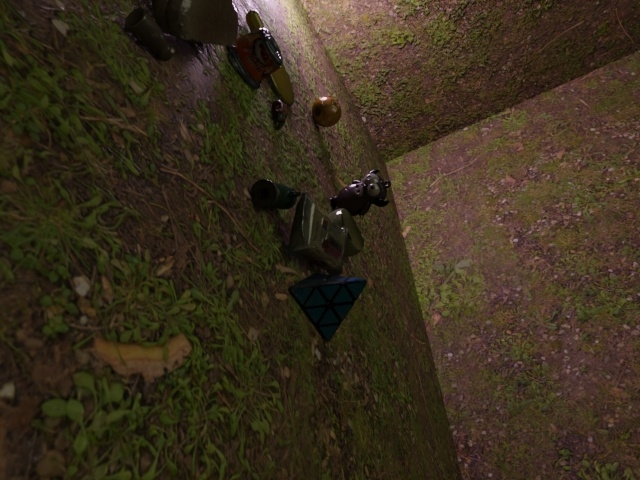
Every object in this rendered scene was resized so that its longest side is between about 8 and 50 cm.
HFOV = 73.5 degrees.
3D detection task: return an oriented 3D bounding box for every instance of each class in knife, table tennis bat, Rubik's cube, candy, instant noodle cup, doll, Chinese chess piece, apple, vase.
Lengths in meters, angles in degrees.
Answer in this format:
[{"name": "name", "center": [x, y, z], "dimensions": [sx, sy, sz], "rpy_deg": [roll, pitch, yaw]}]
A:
[{"name": "knife", "center": [-0.042, 0.026, 1.296], "dimensions": [0.260, 0.035, 0.063], "rpy_deg": [-18, 100, -65]}, {"name": "table tennis bat", "center": [-0.191, -0.698, 1.659], "dimensions": [0.224, 0.054, 0.368], "rpy_deg": [-74, 143, -60]}, {"name": "Rubik's cube", "center": [0.044, 0.122, 1.193], "dimensions": [0.211, 0.178, 0.190], "rpy_deg": [58, 18, -32]}, {"name": "candy", "center": [-0.145, -0.461, 1.514], "dimensions": [0.046, 0.053, 0.182], "rpy_deg": [39, 31, -42]}, {"name": "instant noodle cup", "center": [-0.201, -0.603, 1.394], "dimensions": [0.177, 0.126, 0.208], "rpy_deg": [58, 21, -30]}, {"name": "doll", "center": [0.163, -0.183, 1.730], "dimensions": [0.117, 0.257, 0.181], "rpy_deg": [30, 42, -51]}, {"name": "Chinese chess piece", "center": [0.092, -0.030, 1.646], "dimensions": [0.188, 0.083, 0.188], "rpy_deg": [49, 27, -37]}, {"name": "apple", "center": [0.032, -0.606, 2.021], "dimensions": [0.146, 0.147, 0.146], "rpy_deg": [54, 23, -36]}, {"name": "vase", "center": [-0.352, -0.426, 0.895], "dimensions": [0.100, 0.053, 0.053], "rpy_deg": [45, 29, -60]}]

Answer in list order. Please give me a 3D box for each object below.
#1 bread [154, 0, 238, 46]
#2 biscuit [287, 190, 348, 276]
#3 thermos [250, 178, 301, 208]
[{"name": "bread", "center": [-0.291, -0.577, 1.048], "dimensions": [0.337, 0.102, 0.183], "rpy_deg": [-63, 163, -66]}, {"name": "biscuit", "center": [0.001, -0.004, 1.269], "dimensions": [0.309, 0.079, 0.185], "rpy_deg": [38, 59, -54]}, {"name": "thermos", "center": [-0.114, -0.126, 1.173], "dimensions": [0.073, 0.083, 0.188], "rpy_deg": [49, 14, 10]}]
